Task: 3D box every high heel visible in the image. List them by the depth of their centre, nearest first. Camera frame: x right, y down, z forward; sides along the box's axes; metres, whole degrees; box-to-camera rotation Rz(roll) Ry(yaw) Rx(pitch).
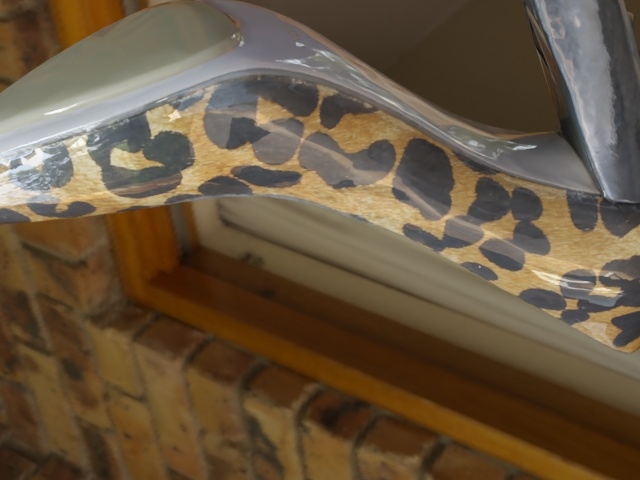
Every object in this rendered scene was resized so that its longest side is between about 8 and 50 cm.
[{"bbox_3d":[0.000,0.000,0.464,0.093,0.261,0.186,-97,-13,-60],"label":"high heel"}]
